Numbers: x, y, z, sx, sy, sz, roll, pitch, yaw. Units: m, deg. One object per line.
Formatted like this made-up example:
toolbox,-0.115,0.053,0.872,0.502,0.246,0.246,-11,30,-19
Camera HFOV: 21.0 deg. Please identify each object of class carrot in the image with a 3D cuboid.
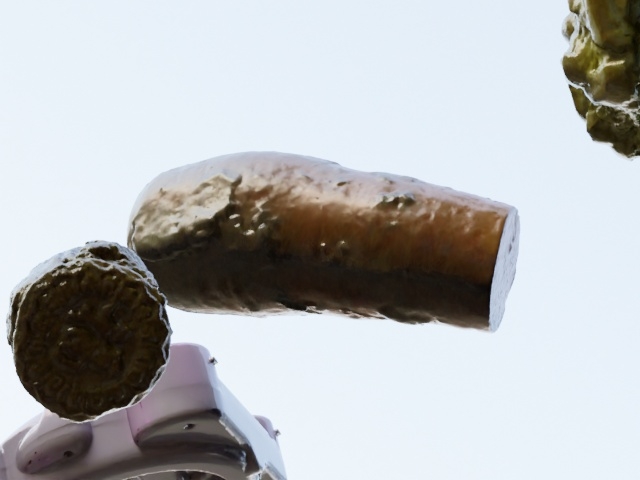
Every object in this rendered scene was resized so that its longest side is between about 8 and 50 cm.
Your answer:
carrot,0.000,0.000,1.326,0.302,0.138,0.138,5,-44,17

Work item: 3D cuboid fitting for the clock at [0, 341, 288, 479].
clock,-0.218,0.252,1.875,0.295,0.322,0.113,57,14,-58

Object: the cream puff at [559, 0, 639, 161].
cream puff,0.210,-0.125,1.131,0.121,0.156,0.156,34,-30,42

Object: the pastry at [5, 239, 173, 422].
pastry,-0.139,0.053,1.034,0.097,0.109,0.057,10,-3,-13
